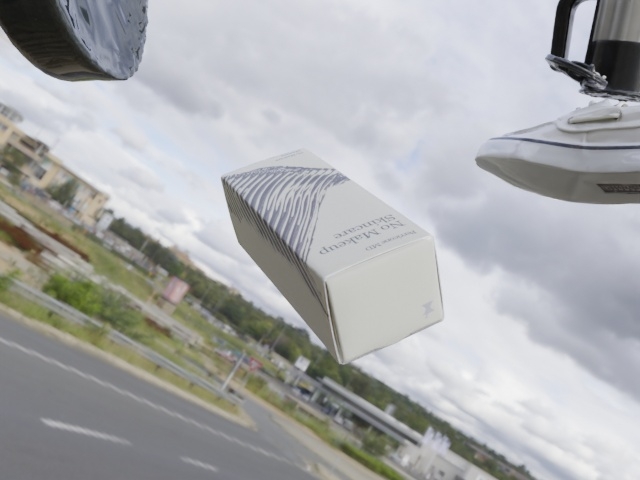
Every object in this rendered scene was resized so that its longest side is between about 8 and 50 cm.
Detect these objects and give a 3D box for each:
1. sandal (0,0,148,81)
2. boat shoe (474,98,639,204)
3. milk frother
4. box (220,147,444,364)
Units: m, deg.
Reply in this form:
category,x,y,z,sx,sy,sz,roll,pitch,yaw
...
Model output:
category,x,y,z,sx,sy,sz,roll,pitch,yaw
sandal,-0.107,-0.311,0.415,0.107,0.445,0.167,-2,-3,9
boat shoe,0.271,-0.092,0.688,0.096,0.088,0.268,31,-14,-34
milk frother,0.307,-0.220,0.756,0.129,0.134,0.143,10,10,13
box,0.000,0.000,0.713,0.275,0.113,0.094,40,-33,56
